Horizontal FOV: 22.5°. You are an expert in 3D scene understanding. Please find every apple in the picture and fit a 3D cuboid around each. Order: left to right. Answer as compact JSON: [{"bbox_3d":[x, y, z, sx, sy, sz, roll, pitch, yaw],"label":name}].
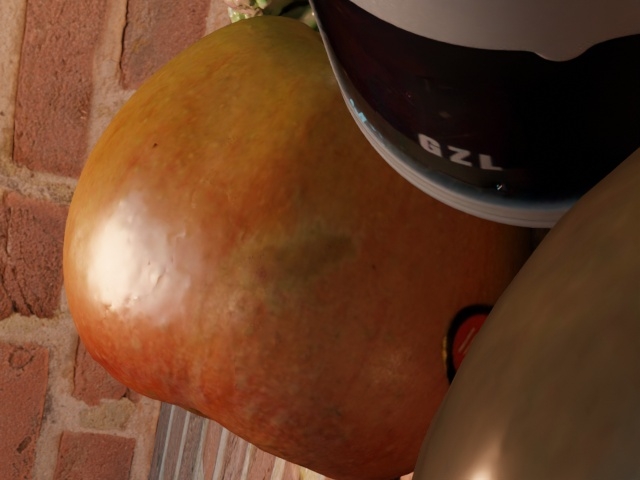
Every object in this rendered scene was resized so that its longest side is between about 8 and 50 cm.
[{"bbox_3d":[0.000,0.000,1.151,0.305,0.338,0.338,-64,10,-6],"label":"apple"}]

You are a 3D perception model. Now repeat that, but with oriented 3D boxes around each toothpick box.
[{"bbox_3d":[0.097,-0.177,0.685,0.354,0.263,0.263,58,-146,-70],"label":"toothpick box"}]

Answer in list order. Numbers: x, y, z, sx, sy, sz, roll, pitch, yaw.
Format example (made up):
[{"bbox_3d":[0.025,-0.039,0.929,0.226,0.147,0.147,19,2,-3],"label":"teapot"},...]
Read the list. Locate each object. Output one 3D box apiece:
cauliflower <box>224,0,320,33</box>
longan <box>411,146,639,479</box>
[{"bbox_3d":[0.054,-0.233,1.375,0.315,0.239,0.256,-32,24,54],"label":"cauliflower"},{"bbox_3d":[0.159,0.100,0.384,0.319,0.319,0.319,-173,90,-79],"label":"longan"}]
